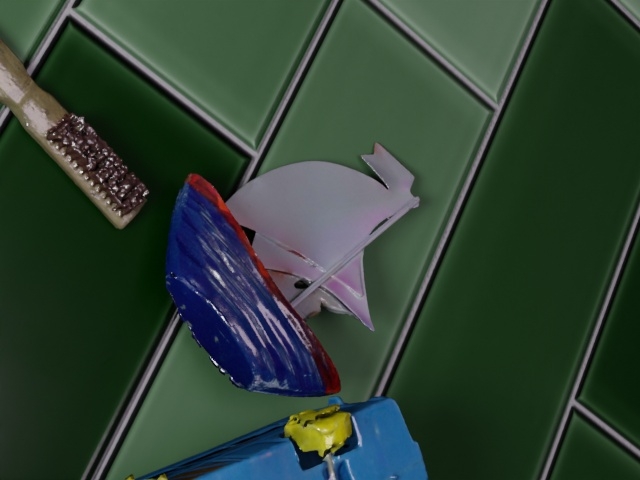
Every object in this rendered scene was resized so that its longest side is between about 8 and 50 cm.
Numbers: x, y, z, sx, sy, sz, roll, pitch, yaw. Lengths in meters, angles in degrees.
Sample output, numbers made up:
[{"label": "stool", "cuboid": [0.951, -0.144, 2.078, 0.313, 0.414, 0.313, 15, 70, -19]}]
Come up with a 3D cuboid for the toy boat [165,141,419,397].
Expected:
[{"label": "toy boat", "cuboid": [-0.025, -0.009, 1.365, 0.219, 0.072, 0.318, 36, 54, -16]}]

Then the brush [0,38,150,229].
[{"label": "brush", "cuboid": [-0.232, -0.111, 1.257, 0.248, 0.036, 0.043, 49, 54, -18]}]

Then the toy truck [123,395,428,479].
[{"label": "toy truck", "cuboid": [-0.087, 0.241, 1.218, 0.385, 0.162, 0.161, -18, 92, -38]}]
